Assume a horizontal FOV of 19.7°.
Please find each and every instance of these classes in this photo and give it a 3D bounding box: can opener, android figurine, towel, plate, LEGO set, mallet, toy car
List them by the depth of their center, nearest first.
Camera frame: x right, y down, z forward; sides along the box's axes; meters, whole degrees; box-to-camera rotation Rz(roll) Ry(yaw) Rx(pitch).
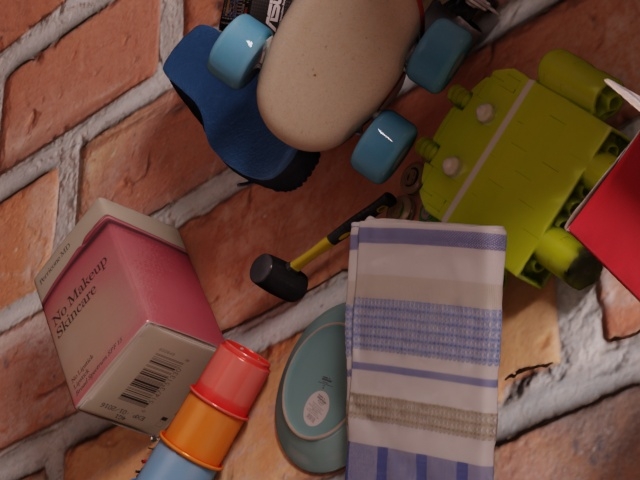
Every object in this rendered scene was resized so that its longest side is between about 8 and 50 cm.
[{"bbox_3d":[0.098,0.119,1.751,0.209,0.034,0.285,2,90,50],"label":"towel"},{"bbox_3d":[0.192,-0.066,1.768,0.248,0.056,0.273,-57,43,8],"label":"android figurine"},{"bbox_3d":[0.010,0.148,1.907,0.188,0.024,0.188,-26,52,39],"label":"plate"},{"bbox_3d":[0.040,-0.201,1.925,0.219,0.238,0.210,33,107,8],"label":"toy car"},{"bbox_3d":[0.000,0.000,1.959,0.190,0.062,0.039,-42,41,34],"label":"mallet"},{"bbox_3d":[0.097,-0.286,2.001,0.095,0.076,0.283,-57,37,9],"label":"can opener"},{"bbox_3d":[-0.183,0.248,2.090,0.083,0.023,0.054,-46,37,44],"label":"LEGO set"}]

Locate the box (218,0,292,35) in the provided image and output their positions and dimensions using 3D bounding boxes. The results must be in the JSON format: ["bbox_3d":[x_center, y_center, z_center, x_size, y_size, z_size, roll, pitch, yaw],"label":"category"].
[{"bbox_3d":[-0.055,-0.336,2.098,0.270,0.060,0.216,-138,58,-77],"label":"box"}]

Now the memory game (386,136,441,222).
[{"bbox_3d":[0.131,-0.032,1.870,0.186,0.012,0.186,-26,52,39],"label":"memory game"}]

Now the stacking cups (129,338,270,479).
[{"bbox_3d":[-0.150,0.260,1.997,0.316,0.096,0.096,-57,38,3],"label":"stacking cups"}]

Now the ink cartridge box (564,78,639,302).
[{"bbox_3d":[0.335,0.040,1.372,0.130,0.272,0.309,-55,38,13],"label":"ink cartridge box"}]

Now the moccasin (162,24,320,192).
[{"bbox_3d":[-0.066,-0.149,2.095,0.138,0.117,0.342,-43,36,8],"label":"moccasin"}]

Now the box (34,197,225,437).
[{"bbox_3d":[-0.223,0.088,2.135,0.148,0.127,0.232,-50,40,20],"label":"box"}]
